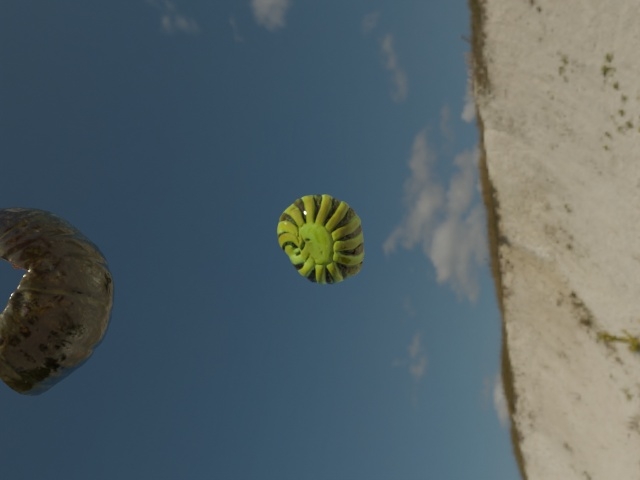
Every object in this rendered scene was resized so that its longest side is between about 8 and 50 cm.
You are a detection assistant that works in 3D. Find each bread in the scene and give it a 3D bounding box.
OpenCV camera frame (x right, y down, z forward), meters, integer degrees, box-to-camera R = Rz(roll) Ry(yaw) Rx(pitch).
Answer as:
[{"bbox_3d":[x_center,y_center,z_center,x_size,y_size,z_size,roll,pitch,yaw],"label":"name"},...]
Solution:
[{"bbox_3d":[0.000,0.000,1.031,0.071,0.129,0.139,-32,-72,-72],"label":"bread"}]

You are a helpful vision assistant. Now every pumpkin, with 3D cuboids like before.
[{"bbox_3d":[-0.256,0.041,0.657,0.184,0.107,0.119,66,-173,18],"label":"pumpkin"}]
